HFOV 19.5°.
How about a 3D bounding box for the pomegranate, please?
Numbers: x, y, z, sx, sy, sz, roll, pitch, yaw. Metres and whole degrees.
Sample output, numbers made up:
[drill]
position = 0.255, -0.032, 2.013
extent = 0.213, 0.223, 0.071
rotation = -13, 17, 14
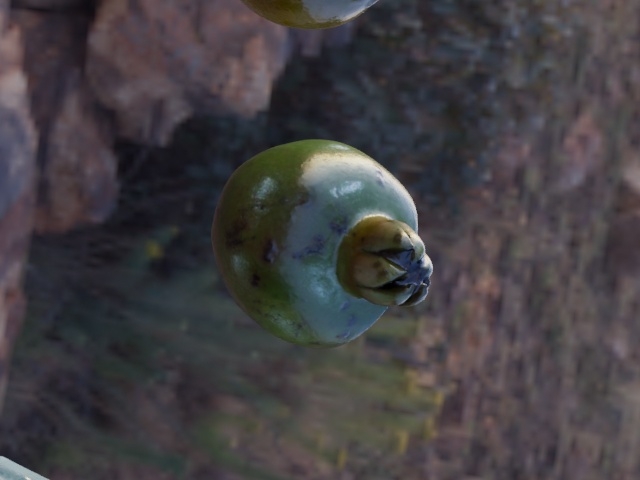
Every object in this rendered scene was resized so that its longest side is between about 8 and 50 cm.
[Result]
[pomegranate]
position = -0.011, 0.008, 1.730
extent = 0.159, 0.190, 0.241
rotation = 30, 21, -39

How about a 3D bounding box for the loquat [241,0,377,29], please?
[loquat]
position = -0.009, -0.238, 1.440
extent = 0.137, 0.163, 0.163
rotation = -10, 107, -66

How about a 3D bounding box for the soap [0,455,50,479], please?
[soap]
position = -0.204, 0.286, 1.556
extent = 0.160, 0.265, 0.088
rotation = -28, 139, -69
